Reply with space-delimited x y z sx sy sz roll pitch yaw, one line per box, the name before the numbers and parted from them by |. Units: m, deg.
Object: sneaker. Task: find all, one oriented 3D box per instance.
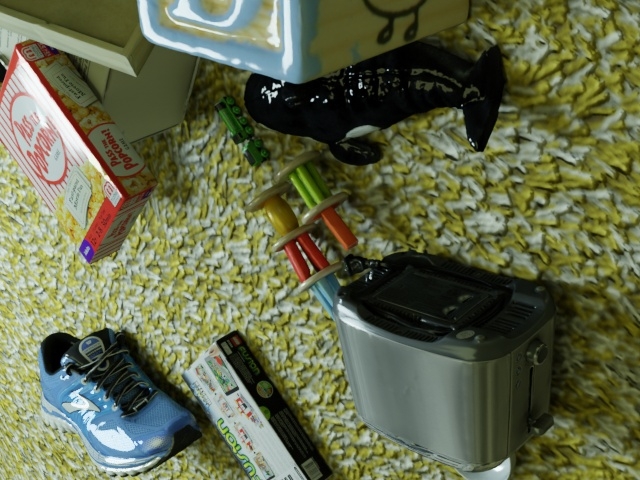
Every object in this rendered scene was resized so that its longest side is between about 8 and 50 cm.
sneaker | -0.290 0.207 1.440 0.330 0.130 0.147 15 124 42

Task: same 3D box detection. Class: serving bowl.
serving bowl | 0.156 0.195 1.029 0.083 0.027 0.083 26 129 36

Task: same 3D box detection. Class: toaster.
toaster | 0.104 0.105 0.955 0.227 0.129 0.146 15 124 40

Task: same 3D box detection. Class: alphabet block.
alphabet block | -0.016 -0.249 0.826 0.193 0.197 0.192 24 128 37

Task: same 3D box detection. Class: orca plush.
orca plush | 0.018 -0.117 0.939 0.287 0.102 0.151 23 127 37

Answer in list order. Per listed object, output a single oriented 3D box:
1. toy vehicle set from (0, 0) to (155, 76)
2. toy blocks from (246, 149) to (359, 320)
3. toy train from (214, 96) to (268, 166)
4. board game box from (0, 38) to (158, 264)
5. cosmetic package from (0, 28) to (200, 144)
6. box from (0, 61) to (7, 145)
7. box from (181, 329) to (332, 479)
toy vehicle set | -0.259 -0.277 1.045 0.267 0.166 0.035 22 163 15
toy blocks | 0.000 0.000 1.062 0.148 0.054 0.123 57 143 6
toy train | -0.084 -0.113 1.113 0.083 0.023 0.017 56 141 6
board game box | -0.256 -0.091 1.095 0.193 0.045 0.147 53 143 9
cosmetic package | -0.273 -0.250 1.157 0.296 0.129 0.153 46 138 20
box | -0.348 -0.121 1.277 0.220 0.051 0.175 55 167 -24
box | -0.081 0.221 1.292 0.207 0.036 0.114 55 140 8
